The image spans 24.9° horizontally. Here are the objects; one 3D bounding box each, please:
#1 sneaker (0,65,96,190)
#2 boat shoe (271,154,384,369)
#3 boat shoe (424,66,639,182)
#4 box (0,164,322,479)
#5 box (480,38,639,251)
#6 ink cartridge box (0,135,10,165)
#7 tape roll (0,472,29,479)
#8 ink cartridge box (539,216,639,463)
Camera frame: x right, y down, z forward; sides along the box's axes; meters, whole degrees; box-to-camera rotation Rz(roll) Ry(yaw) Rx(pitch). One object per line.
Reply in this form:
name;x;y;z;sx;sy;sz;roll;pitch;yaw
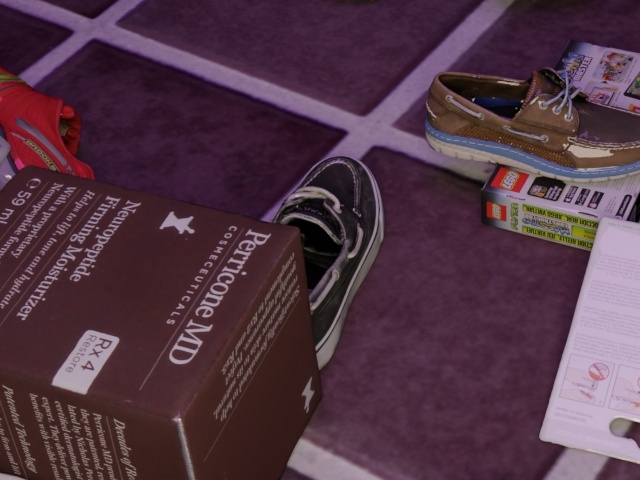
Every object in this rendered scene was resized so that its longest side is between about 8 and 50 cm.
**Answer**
sneaker;-0.260;-0.096;1.196;0.118;0.107;0.279;-7;43;-28
boat shoe;0.000;0.000;1.058;0.077;0.070;0.219;4;43;11
boat shoe;0.166;-0.090;1.082;0.183;0.066;0.066;5;44;13
box;-0.128;0.081;0.917;0.203;0.167;0.168;13;46;20
box;0.216;-0.078;1.140;0.114;0.036;0.207;15;47;22
ink cartridge box;-0.335;0.056;0.934;0.311;0.065;0.186;-39;18;22
tape roll;-0.253;0.292;0.780;0.392;0.072;0.392;-3;44;3
ink cartridge box;0.241;0.078;0.981;0.145;0.045;0.179;12;64;18
